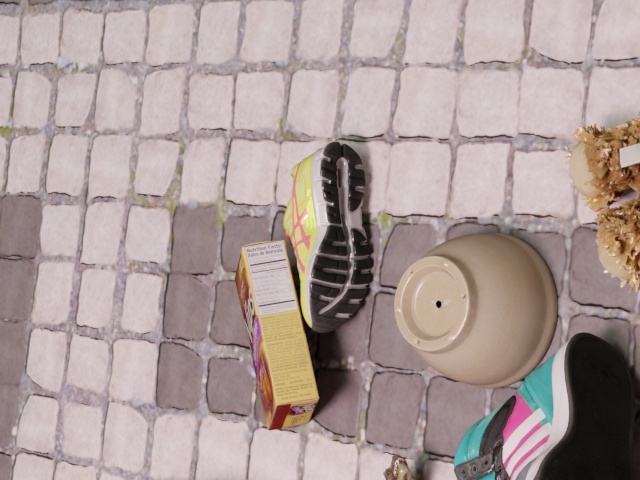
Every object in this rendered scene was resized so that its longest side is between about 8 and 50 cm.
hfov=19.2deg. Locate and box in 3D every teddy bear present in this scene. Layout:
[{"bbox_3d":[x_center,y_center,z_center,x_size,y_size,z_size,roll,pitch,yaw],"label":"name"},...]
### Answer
[{"bbox_3d":[0.366,-0.086,1.768,0.338,0.113,0.245,-53,46,33],"label":"teddy bear"}]

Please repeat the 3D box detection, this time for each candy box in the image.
[{"bbox_3d":[-0.050,0.105,2.099,0.109,0.053,0.186,108,152,-68],"label":"candy box"}]

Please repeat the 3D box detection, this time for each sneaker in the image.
[{"bbox_3d":[0.199,0.236,1.793,0.178,0.124,0.295,-48,14,39],"label":"sneaker"},{"bbox_3d":[0.000,0.000,2.096,0.094,0.081,0.208,-8,75,52],"label":"sneaker"}]

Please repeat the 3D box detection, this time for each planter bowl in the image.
[{"bbox_3d":[0.144,0.067,1.928,0.162,0.109,0.162,-7,79,41],"label":"planter bowl"}]

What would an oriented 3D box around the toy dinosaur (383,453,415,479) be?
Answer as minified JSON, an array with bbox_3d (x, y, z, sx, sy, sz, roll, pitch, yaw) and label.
[{"bbox_3d":[0.085,0.362,1.978,0.118,0.064,0.268,25,103,48],"label":"toy dinosaur"}]
